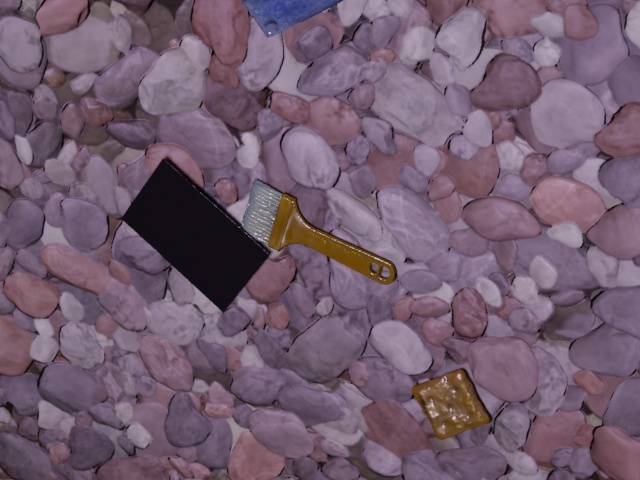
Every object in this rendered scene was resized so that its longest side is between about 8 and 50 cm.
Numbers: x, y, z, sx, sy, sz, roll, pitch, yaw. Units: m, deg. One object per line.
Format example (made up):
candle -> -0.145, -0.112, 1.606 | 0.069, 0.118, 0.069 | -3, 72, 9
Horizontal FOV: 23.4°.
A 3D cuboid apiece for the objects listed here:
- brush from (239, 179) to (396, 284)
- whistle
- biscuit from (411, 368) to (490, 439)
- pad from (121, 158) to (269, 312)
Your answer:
brush -> 0.000, 0.000, 1.984 | 0.218, 0.010, 0.082 | 25, 118, 11
whistle -> 0.042, -0.319, 1.804 | 0.304, 0.062, 0.062 | -22, 101, 29
biscuit -> 0.168, 0.212, 1.994 | 0.081, 0.018, 0.083 | -23, 101, 28
pad -> -0.168, -0.005, 2.049 | 0.190, 0.004, 0.127 | 43, 127, 3
